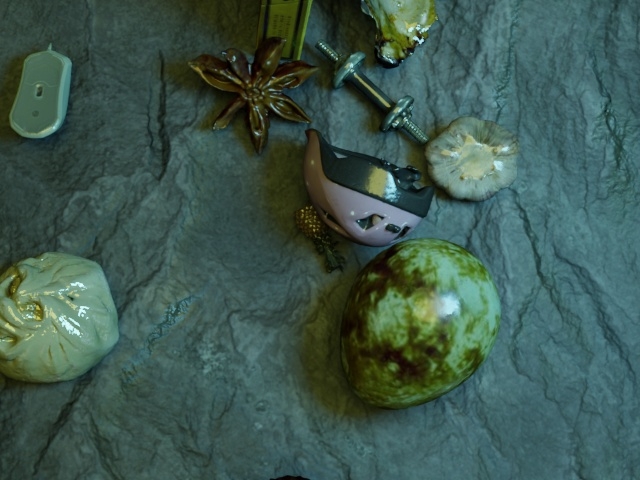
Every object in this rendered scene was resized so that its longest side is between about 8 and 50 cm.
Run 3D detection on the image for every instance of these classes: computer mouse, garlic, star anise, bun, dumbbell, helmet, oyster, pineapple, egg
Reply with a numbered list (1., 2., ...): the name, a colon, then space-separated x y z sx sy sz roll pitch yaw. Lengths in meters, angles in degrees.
1. computer mouse: -0.469 -0.247 1.823 0.089 0.056 0.181 6 70 -3
2. garlic: 0.257 -0.137 1.820 0.159 0.102 0.147 -12 93 6
3. star anise: -0.103 -0.260 1.814 0.196 0.111 0.212 -35 104 23
4. bun: -0.437 0.118 1.716 0.231 0.133 0.231 0 79 -1
5. dumbbell: 0.088 -0.253 1.842 0.254 0.081 0.081 43 80 4
6. helmet: 0.062 -0.074 1.733 0.198 0.253 0.154 19 89 -37
7. oyster: 0.077 -0.472 1.819 0.361 0.096 0.221 55 44 -26
8. pineapple: 0.000 0.000 1.803 0.058 0.058 0.124 -23 85 -7
9. egg: 0.147 0.133 1.693 0.238 0.238 0.289 42 99 5

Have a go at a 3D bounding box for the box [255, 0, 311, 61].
1. box: -0.052 -0.439 1.757 0.084 0.301 0.193 6 78 -4

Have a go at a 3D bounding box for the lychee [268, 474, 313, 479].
1. lychee: -0.056 0.485 1.612 0.260 0.260 0.260 1 79 -3
